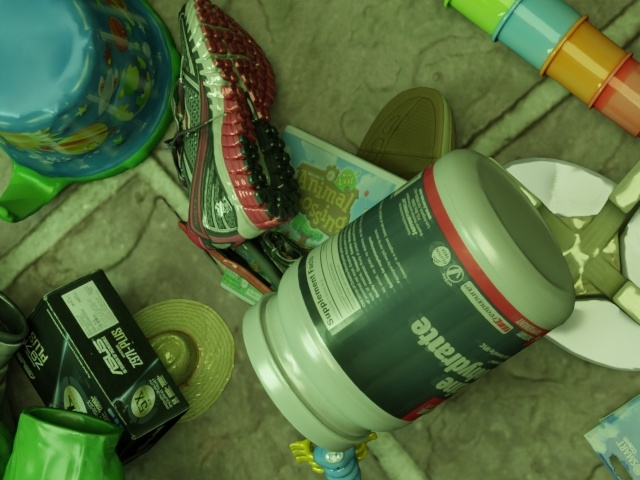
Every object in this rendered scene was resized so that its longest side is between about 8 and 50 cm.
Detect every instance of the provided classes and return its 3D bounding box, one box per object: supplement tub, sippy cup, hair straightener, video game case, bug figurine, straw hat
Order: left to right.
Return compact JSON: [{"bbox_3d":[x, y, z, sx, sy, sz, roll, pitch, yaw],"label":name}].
[{"bbox_3d":[-0.287,-0.185,1.810,0.240,0.224,0.305,-14,85,9],"label":"sippy cup"},{"bbox_3d":[-0.168,0.130,1.851,0.144,0.061,0.144,-1,87,9],"label":"straw hat"},{"bbox_3d":[-0.063,0.004,1.791,0.230,0.047,0.089,41,105,44],"label":"hair straightener"},{"bbox_3d":[-0.057,0.282,1.749,0.279,0.216,0.072,-21,53,5],"label":"bug figurine"},{"bbox_3d":[0.000,0.000,1.787,0.212,0.023,0.193,29,98,43],"label":"video game case"},{"bbox_3d":[0.083,0.059,1.599,0.272,0.191,0.191,-36,81,19],"label":"supplement tub"}]

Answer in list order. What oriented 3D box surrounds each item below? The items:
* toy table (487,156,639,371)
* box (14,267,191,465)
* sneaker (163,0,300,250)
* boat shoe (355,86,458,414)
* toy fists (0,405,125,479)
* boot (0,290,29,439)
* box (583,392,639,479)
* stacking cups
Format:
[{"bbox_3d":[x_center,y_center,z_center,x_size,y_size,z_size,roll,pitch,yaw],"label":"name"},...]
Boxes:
[{"bbox_3d":[0.268,0.018,1.732,0.274,0.161,0.252,30,92,12],"label":"toy table"},{"bbox_3d":[-0.237,0.144,1.813,0.077,0.147,0.180,-28,80,-33],"label":"box"},{"bbox_3d":[-0.116,-0.132,1.802,0.112,0.121,0.299,-28,55,26],"label":"sneaker"},{"bbox_3d":[0.096,0.012,1.791,0.121,0.110,0.341,3,81,43],"label":"boat shoe"},{"bbox_3d":[-0.318,0.228,1.715,0.279,0.096,0.142,14,97,20],"label":"toy fists"},{"bbox_3d":[-0.352,0.177,1.811,0.338,0.118,0.223,32,118,9],"label":"boot"},{"bbox_3d":[0.374,0.192,1.760,0.178,0.042,0.109,-36,80,6],"label":"box"},{"bbox_3d":[0.233,-0.227,1.798,0.316,0.096,0.096,38,93,5],"label":"stacking cups"}]
